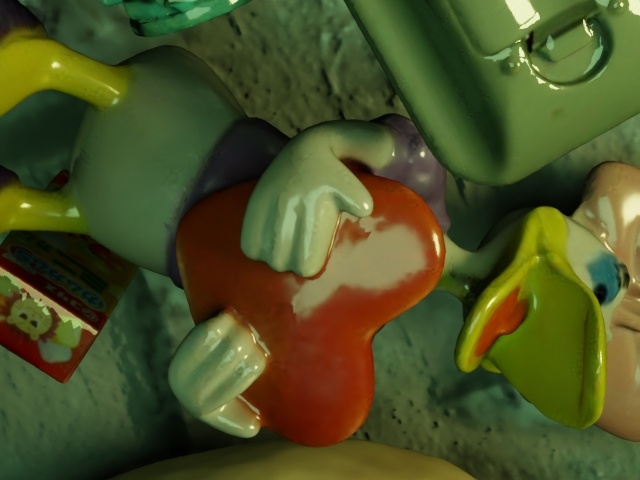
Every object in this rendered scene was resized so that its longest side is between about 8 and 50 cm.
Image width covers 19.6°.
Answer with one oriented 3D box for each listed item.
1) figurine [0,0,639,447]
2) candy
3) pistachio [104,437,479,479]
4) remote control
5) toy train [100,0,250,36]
[{"bbox_3d":[-0.004,0.001,0.822,0.421,0.193,0.154,17,112,-8],"label":"figurine"},{"bbox_3d":[-0.125,0.015,0.894,0.062,0.122,0.038,34,113,-6],"label":"candy"},{"bbox_3d":[-0.034,0.197,0.924,0.318,0.214,0.193,-4,68,22],"label":"pistachio"},{"bbox_3d":[0.026,-0.178,0.648,0.128,0.065,0.335,-29,110,7],"label":"remote control"},{"bbox_3d":[-0.026,-0.168,0.768,0.203,0.163,0.112,-19,109,2],"label":"toy train"}]
